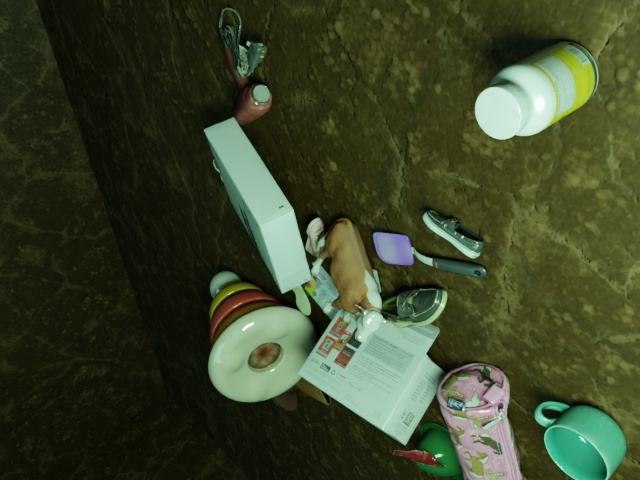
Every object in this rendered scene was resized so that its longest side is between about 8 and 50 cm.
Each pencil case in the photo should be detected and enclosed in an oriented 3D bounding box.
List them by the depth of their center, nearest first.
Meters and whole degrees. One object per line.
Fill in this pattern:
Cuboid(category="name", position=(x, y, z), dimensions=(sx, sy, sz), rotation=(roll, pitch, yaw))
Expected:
Cuboid(category="pencil case", position=(0.377, 0.471, 1.395), dimensions=(0.159, 0.167, 0.387), rotation=(-10, 112, 20))

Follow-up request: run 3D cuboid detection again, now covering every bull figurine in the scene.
Cuboid(category="bull figurine", position=(0.070, 0.104, 1.506), dimensions=(0.188, 0.101, 0.311), rotation=(-38, 57, 51))

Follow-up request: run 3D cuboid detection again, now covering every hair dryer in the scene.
Cuboid(category="hair dryer", position=(-0.186, -0.409, 1.561), dimensions=(0.224, 0.080, 0.294), rotation=(56, 147, 38))

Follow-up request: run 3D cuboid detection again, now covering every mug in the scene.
Cuboid(category="mug", position=(0.502, 0.368, 1.182), dimensions=(0.158, 0.097, 0.129), rotation=(60, 149, 0))

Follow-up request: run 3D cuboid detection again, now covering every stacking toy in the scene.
Cuboid(category="stacking toy", position=(-0.251, 0.258, 2.046), dimensions=(0.480, 0.350, 0.351), rotation=(-132, 28, -51))

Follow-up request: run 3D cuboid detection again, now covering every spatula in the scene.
Cuboid(category="spatula", position=(0.234, 0.040, 1.352), dimensions=(0.296, 0.030, 0.084), rotation=(17, 131, 47))

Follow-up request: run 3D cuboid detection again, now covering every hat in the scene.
Cuboid(category="hat", position=(0.268, 0.592, 1.622), dimensions=(0.209, 0.183, 0.173), rotation=(56, 149, 5))

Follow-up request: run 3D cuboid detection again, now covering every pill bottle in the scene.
Cuboid(category="pill bottle", position=(0.306, -0.211, 0.889), dimensions=(0.103, 0.184, 0.103), rotation=(35, 141, 35))

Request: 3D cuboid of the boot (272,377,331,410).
Cuboid(category="boot", position=(-0.059, 0.508, 2.147), dimensions=(0.280, 0.096, 0.264), rotation=(7, 114, 44))

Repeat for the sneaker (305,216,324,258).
Cuboid(category="sneaker", position=(0.000, 0.000, 1.636), dimensions=(0.070, 0.051, 0.134), rotation=(42, 148, 23))

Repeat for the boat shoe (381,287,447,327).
Cuboid(category="boat shoe", position=(0.205, 0.151, 1.423), dimensions=(0.073, 0.080, 0.223), rotation=(26, 156, -14))

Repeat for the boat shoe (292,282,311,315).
Cuboid(category="boat shoe", position=(-0.053, 0.160, 1.857), dimensions=(0.048, 0.042, 0.133), rotation=(-9, 109, 36))

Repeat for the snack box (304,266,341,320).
Cuboid(category="snack box", position=(0.021, 0.154, 1.745), dimensions=(0.141, 0.037, 0.100), rotation=(49, 148, 17))

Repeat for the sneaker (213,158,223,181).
Cuboid(category="sneaker", position=(-0.295, -0.217, 1.897), dimensions=(0.036, 0.032, 0.083), rotation=(-20, 104, 45))

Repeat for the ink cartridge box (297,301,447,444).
Cuboid(category="ink cartridge box", position=(0.143, 0.307, 1.567), dimensions=(0.309, 0.272, 0.130), rotation=(23, 164, 45))

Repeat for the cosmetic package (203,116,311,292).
Cuboid(category="cosmetic package", position=(-0.160, -0.092, 1.593), dimensions=(0.377, 0.097, 0.285), rotation=(57, 165, 37))

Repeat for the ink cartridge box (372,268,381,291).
Cuboid(category="ink cartridge box", position=(0.101, 0.096, 1.590), dimensions=(0.115, 0.029, 0.063), rotation=(16, 128, 48))

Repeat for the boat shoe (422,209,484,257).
Cuboid(category="boat shoe", position=(0.267, -0.022, 1.244), dimensions=(0.142, 0.049, 0.040), rotation=(41, 126, 25))
